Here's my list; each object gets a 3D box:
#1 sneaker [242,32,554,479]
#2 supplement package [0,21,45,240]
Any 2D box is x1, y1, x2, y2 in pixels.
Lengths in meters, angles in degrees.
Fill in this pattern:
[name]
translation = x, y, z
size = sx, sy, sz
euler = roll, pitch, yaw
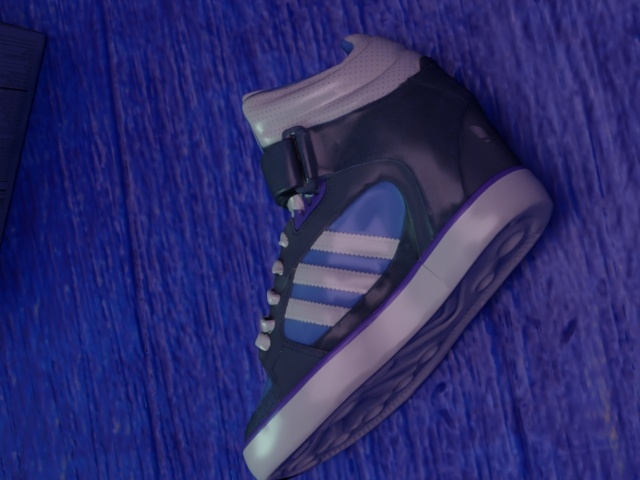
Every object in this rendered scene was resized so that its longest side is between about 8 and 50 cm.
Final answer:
[sneaker]
translation = 0.000, 0.000, 1.051
size = 0.236, 0.130, 0.323
euler = 48, 111, 22
[supplement package]
translation = -0.385, -0.074, 1.136
size = 0.199, 0.198, 0.263
euler = 16, 97, 18
